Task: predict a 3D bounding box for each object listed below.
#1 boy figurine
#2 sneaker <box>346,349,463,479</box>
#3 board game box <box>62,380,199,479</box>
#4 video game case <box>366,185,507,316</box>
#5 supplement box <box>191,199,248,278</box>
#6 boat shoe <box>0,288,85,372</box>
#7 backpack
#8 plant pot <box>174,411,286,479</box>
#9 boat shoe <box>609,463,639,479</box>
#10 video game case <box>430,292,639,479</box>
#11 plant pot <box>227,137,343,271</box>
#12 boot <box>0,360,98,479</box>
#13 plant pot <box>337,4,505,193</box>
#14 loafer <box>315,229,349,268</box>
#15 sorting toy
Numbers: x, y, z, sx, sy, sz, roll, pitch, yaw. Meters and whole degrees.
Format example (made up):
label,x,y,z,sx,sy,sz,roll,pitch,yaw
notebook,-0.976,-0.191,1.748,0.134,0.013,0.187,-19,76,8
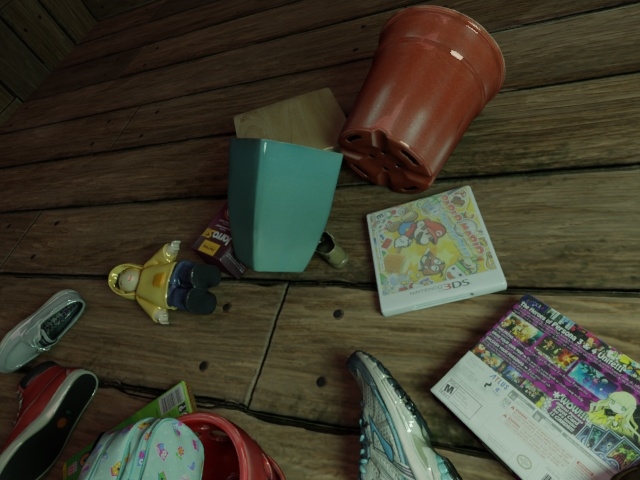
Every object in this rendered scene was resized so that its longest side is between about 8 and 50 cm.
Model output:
label,x,y,z,sx,sy,sz,roll,pitch,yaw
boy figurine,-0.340,0.085,0.941,0.285,0.092,0.177,4,79,32
sneaker,0.088,0.275,0.582,0.122,0.110,0.283,-34,47,2
board game box,-0.326,0.369,0.760,0.259,0.039,0.124,-32,46,-4
video game case,0.195,0.013,0.792,0.206,0.026,0.227,-16,49,14
supplement box,-0.177,-0.023,0.968,0.104,0.081,0.188,18,64,35
boat shoe,-0.642,0.212,1.012,0.081,0.079,0.227,17,60,40
backpack,-0.196,0.285,0.466,0.115,0.152,0.182,-16,35,6
plant pot,-0.141,0.349,0.588,0.191,0.174,0.191,-14,50,17
boat shoe,0.425,0.271,0.421,0.257,0.095,0.095,-11,89,13
video game case,0.301,0.208,0.572,0.210,0.042,0.232,-42,48,-9
plant pot,-0.084,-0.064,0.840,0.165,0.165,0.234,21,104,57
boot,-0.575,0.357,0.862,0.176,0.088,0.244,2,47,28
plant pot,0.179,-0.255,0.871,0.272,0.272,0.265,19,72,36
loafer,0.000,0.000,0.882,0.056,0.050,0.148,-46,48,-13
sorting toy,-0.062,-0.237,1.057,0.255,0.089,0.257,-18,46,-1
